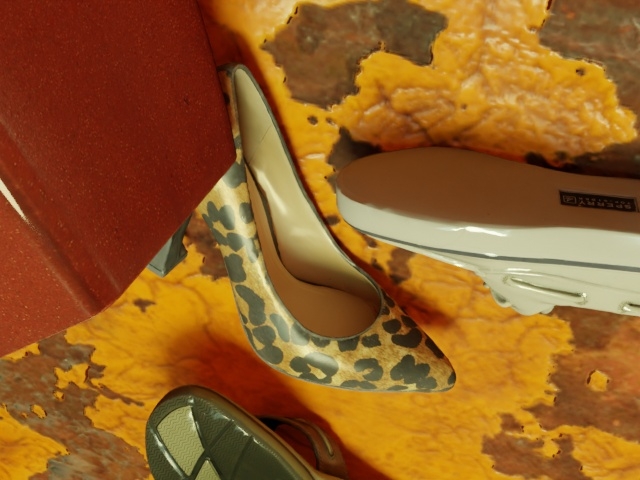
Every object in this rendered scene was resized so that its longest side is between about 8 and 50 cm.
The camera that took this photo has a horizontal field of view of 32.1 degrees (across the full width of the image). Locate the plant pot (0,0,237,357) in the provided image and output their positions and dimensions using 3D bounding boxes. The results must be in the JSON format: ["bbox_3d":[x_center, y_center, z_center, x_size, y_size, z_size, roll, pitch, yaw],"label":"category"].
[{"bbox_3d":[-0.205,-0.072,0.628,0.267,0.267,0.236,-23,111,31],"label":"plant pot"}]

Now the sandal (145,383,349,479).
[{"bbox_3d":[-0.024,0.202,0.932,0.120,0.086,0.302,-34,126,29],"label":"sandal"}]

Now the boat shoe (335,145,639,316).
[{"bbox_3d":[0.140,0.004,0.714,0.267,0.096,0.088,5,124,3],"label":"boat shoe"}]

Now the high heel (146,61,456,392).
[{"bbox_3d":[0.000,0.000,0.751,0.261,0.093,0.186,28,132,3],"label":"high heel"}]
